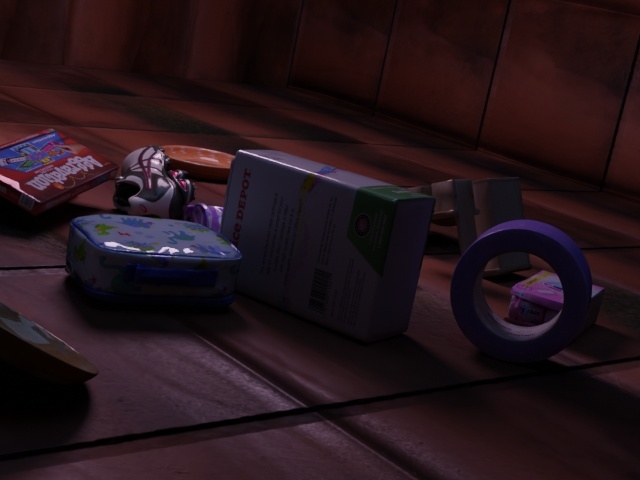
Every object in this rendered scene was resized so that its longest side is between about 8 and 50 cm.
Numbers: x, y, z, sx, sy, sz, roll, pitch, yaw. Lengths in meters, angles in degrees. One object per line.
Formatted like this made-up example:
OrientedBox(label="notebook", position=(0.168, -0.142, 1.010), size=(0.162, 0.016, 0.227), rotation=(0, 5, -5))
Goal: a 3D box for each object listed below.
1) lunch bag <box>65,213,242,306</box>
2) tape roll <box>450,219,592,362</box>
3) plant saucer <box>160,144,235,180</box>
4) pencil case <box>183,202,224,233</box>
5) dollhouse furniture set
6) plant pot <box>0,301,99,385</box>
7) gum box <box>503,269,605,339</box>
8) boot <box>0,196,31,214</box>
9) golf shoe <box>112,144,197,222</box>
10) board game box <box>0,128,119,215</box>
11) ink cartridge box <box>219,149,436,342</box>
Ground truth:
OrientedBox(label="lunch bag", position=(-0.227, 0.029, 1.486), size=(0.219, 0.090, 0.176), rotation=(3, 15, -30))
OrientedBox(label="tape roll", position=(0.279, 0.069, 1.524), size=(0.189, 0.189, 0.080), rotation=(15, 15, 14))
OrientedBox(label="plant saucer", position=(-0.256, -0.165, 2.369), size=(0.200, 0.037, 0.200), rotation=(10, 13, -2))
OrientedBox(label="pencil case", position=(-0.111, -0.016, 1.765), size=(0.206, 0.086, 0.088), rotation=(4, 49, -32))
OrientedBox(label="dollhouse furniture set", position=(0.198, -0.007, 2.067), size=(0.355, 0.174, 0.303), rotation=(-9, -3, 41))
OrientedBox(label="plant pot", position=(-0.334, 0.085, 1.113), size=(0.236, 0.032, 0.236), rotation=(32, -7, 4))
OrientedBox(label="gum box", position=(0.369, 0.103, 1.727), size=(0.107, 0.062, 0.188), rotation=(17, 15, 24))
OrientedBox(label="boot", position=(-0.514, -0.110, 1.854), size=(0.189, 0.076, 0.208), rotation=(24, 19, -6))
OrientedBox(label="golf shoe", position=(-0.317, -0.104, 1.940), size=(0.120, 0.105, 0.273), rotation=(-4, 19, -27))
OrientedBox(label="board game box", position=(-0.452, -0.117, 1.792), size=(0.145, 0.027, 0.281), rotation=(30, 21, 5))
OrientedBox(label="ink cartridge box", position=(0.000, 0.000, 1.550), size=(0.278, 0.201, 0.117), rotation=(19, 15, 32))
